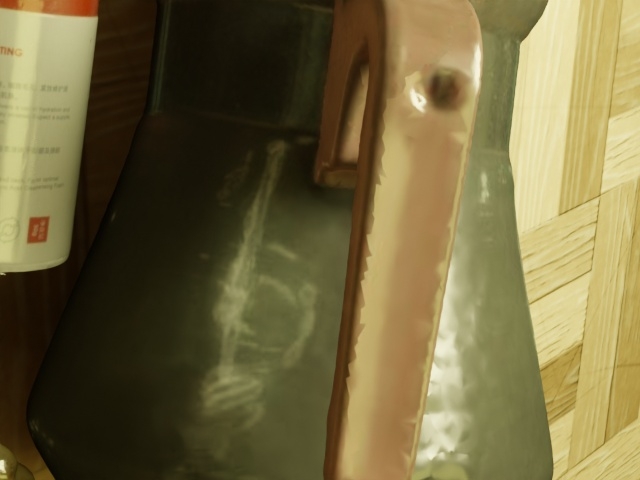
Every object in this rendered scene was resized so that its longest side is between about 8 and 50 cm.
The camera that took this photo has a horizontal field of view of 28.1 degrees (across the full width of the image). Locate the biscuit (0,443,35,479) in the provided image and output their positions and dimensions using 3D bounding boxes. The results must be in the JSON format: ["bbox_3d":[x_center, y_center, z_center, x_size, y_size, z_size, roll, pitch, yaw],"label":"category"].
[{"bbox_3d":[-0.279,0.109,0.594,0.217,0.044,0.325,-34,136,-6],"label":"biscuit"}]

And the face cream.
[{"bbox_3d":[-0.163,-0.099,0.649,0.096,0.096,0.214,-6,110,-50],"label":"face cream"}]

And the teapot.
[{"bbox_3d":[0.000,0.000,0.708,0.306,0.376,0.361,5,95,-10],"label":"teapot"}]
